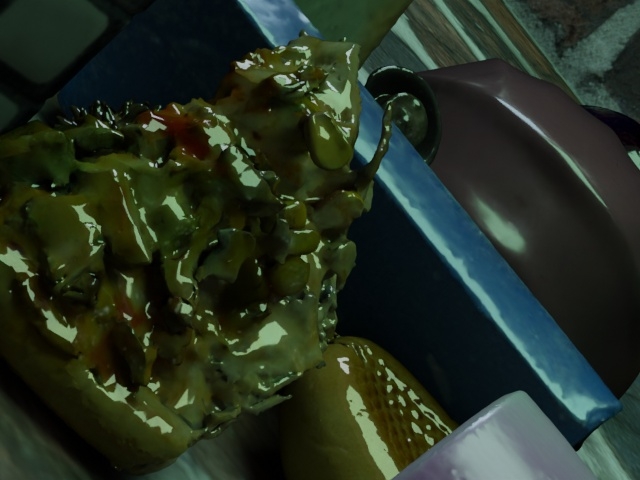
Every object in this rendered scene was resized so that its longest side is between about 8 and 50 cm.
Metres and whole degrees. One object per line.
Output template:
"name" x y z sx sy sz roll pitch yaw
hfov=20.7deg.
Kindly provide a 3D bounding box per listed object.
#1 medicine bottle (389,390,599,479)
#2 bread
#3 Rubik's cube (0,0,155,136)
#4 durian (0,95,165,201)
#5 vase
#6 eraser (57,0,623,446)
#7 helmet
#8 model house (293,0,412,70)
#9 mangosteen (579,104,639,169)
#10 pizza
"medicine bottle" 0.099 0.196 0.645 0.254 0.152 0.152 51 15 10
"bread" 0.041 0.132 0.798 0.114 0.077 0.189 -11 59 -50
"Rubik's cube" -0.185 -0.254 0.718 0.292 0.293 0.287 31 22 -44
"durian" -0.077 -0.018 0.811 0.148 0.091 0.188 37 17 -33
"vase" -0.008 -0.054 0.944 0.120 0.120 0.183 41 -23 -25
"eraser" 0.000 0.000 0.873 0.312 0.144 0.042 51 41 5
"helmet" 0.116 -0.004 1.129 0.271 0.197 0.338 48 15 10
"model house" -0.100 -0.244 1.101 0.280 0.245 0.312 32 -12 23
"mangosteen" 0.217 -0.001 1.462 0.194 0.194 0.230 -112 -179 -52
"pizza" -0.041 -0.001 0.718 0.226 0.069 0.147 -25 89 -32
